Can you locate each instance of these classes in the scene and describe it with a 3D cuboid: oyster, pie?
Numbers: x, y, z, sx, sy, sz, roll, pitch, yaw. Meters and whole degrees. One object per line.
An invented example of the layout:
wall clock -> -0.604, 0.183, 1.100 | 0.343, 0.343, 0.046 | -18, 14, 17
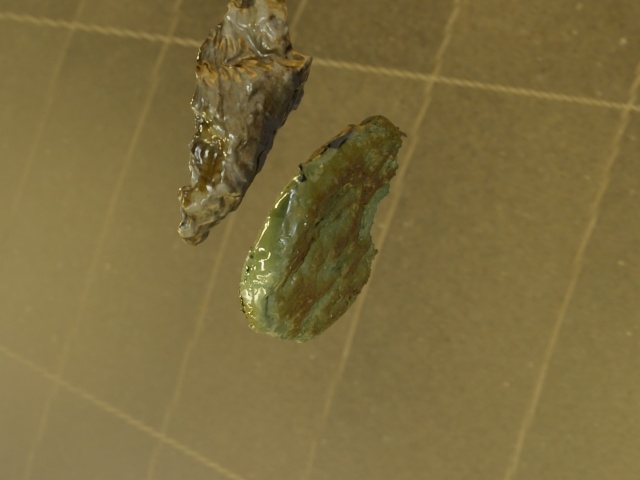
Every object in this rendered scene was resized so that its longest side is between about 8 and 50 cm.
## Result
oyster -> -0.091, -0.159, 1.752 | 0.110, 0.166, 0.341 | 21, 78, 16
pie -> 0.000, 0.000, 2.028 | 0.078, 0.296, 0.371 | 33, 128, 22
